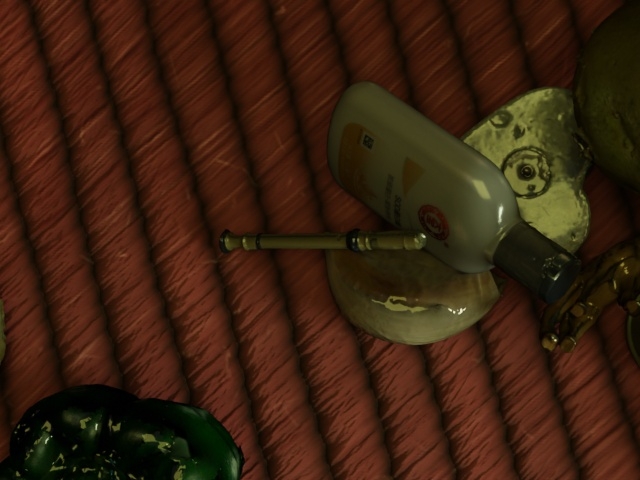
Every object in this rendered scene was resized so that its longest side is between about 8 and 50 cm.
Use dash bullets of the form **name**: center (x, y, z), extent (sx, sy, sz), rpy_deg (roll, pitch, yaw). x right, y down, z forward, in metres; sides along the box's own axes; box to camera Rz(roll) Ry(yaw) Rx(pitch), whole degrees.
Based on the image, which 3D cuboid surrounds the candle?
- **candle**: center (0.205, -0.068, 1.503), extent (0.168, 0.068, 0.192), rpy_deg (6, 82, 4)

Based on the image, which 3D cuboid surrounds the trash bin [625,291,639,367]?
- **trash bin**: center (0.426, 0.052, 1.394), extent (0.243, 0.247, 0.121), rpy_deg (-32, 86, -2)

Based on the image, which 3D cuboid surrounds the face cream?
- **face cream**: center (0.127, -0.038, 1.432), extent (0.291, 0.144, 0.071), rpy_deg (38, 55, 25)

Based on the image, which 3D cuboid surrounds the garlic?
- **garlic**: center (0.090, 0.056, 1.490), extent (0.195, 0.087, 0.101), rpy_deg (11, 73, 6)

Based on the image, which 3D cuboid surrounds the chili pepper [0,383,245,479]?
- **chili pepper**: center (-0.183, 0.252, 1.400), extent (0.248, 0.256, 0.233), rpy_deg (28, 92, 6)

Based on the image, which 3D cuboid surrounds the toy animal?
- **toy animal**: center (0.319, 0.022, 1.472), extent (0.275, 0.149, 0.054), rpy_deg (-40, 94, -30)

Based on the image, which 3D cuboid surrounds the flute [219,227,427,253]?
- **flute**: center (0.000, 0.000, 1.476), extent (0.233, 0.027, 0.027), rpy_deg (-1, 84, 29)

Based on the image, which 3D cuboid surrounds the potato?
- **potato**: center (0.410, -0.156, 1.413), extent (0.359, 0.219, 0.269), rpy_deg (-30, 47, -31)

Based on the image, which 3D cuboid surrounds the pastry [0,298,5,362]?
- **pastry**: center (-0.447, 0.101, 1.488), extent (0.235, 0.121, 0.257), rpy_deg (-4, 85, 2)
